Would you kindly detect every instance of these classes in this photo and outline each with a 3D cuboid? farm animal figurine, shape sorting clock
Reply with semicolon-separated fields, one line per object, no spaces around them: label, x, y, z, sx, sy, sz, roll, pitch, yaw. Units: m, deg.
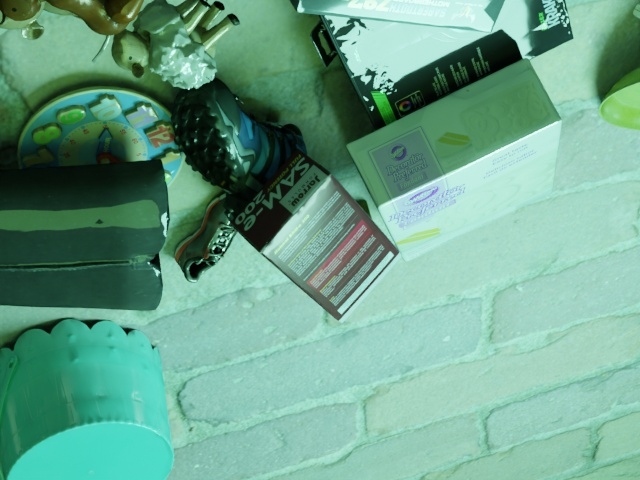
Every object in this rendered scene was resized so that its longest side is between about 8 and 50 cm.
farm animal figurine;-0.273;-0.282;1.016;0.172;0.330;0.326;-41;163;16
shape sorting clock;-0.270;-0.106;1.321;0.206;0.040;0.206;-12;137;-11

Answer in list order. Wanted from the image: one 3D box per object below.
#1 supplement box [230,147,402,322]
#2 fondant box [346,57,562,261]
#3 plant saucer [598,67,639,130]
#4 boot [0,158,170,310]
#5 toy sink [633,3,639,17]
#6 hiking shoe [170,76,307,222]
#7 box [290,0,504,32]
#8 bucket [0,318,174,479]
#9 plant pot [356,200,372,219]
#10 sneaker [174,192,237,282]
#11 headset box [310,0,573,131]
supplement box;0.000;0.000;1.368;0.130;0.073;0.239;-48;144;-3
fondant box;0.181;-0.091;1.388;0.238;0.096;0.330;-26;163;4
plant saucer;0.508;-0.207;1.474;0.240;0.037;0.241;-1;167;0
boot;-0.392;-0.057;1.207;0.445;0.146;0.367;3;141;-13
toy sink;0.550;-0.304;1.360;0.234;0.153;0.131;8;114;-28
hiking shoe;-0.089;-0.117;1.347;0.132;0.113;0.304;-53;147;-20
box;0.097;-0.308;1.062;0.232;0.059;0.183;1;131;-22
bucket;-0.352;0.271;1.567;0.281;0.183;0.281;-12;137;-11
plant pot;0.037;0.004;1.530;0.081;0.083;0.081;-7;137;-16
sneaker;-0.140;0.000;1.466;0.061;0.065;0.158;18;125;-36
headset box;0.118;-0.292;1.225;0.283;0.131;0.246;-25;137;4
